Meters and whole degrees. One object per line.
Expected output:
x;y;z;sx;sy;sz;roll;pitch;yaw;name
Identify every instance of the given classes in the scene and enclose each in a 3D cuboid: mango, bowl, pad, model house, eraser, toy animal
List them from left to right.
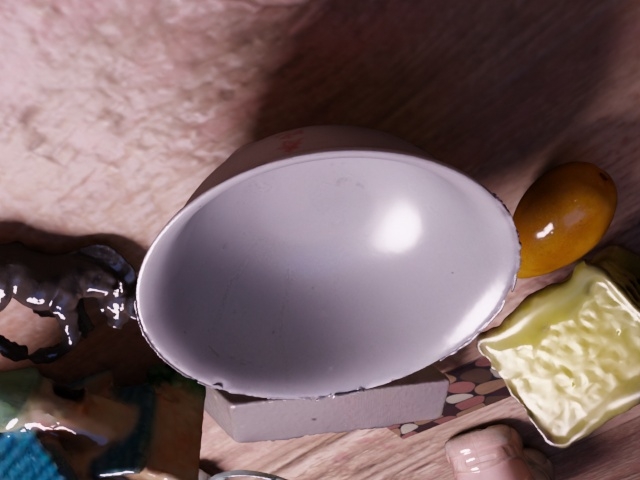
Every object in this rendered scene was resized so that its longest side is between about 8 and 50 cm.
-0.300;0.051;0.705;0.232;0.085;0.148;17;115;-21;toy animal
-0.331;0.251;0.799;0.280;0.245;0.312;28;125;-25;model house
-0.001;0.217;0.937;0.352;0.077;0.111;-5;135;-5;eraser
0.000;0.000;0.635;0.345;0.157;0.346;-6;138;-6;bowl
0.202;0.261;1.077;0.234;0.003;0.158;-28;135;19;pad
0.257;-0.011;0.731;0.102;0.085;0.184;2;142;-16;mango
0.339;0.110;0.828;0.193;0.175;0.234;-47;168;32;model house

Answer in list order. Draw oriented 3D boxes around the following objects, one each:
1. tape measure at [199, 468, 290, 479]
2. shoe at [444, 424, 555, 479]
-0.165;0.432;1.128;0.330;0.084;0.164;-7;140;-2;tape measure
0.344;0.493;1.216;0.171;0.198;0.351;-27;134;22;shoe
